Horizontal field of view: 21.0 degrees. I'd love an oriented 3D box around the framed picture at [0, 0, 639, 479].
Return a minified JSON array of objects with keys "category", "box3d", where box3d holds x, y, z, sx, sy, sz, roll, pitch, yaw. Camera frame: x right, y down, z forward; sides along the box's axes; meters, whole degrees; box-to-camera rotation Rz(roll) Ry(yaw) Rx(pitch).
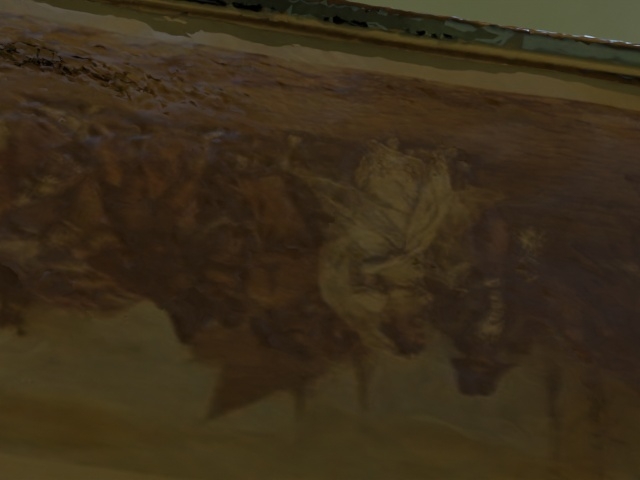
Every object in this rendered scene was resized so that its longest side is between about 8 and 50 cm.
[{"category":"framed picture","box3d":[0.000,0.000,0.368,0.274,0.017,0.217,7,-143,-5]}]
